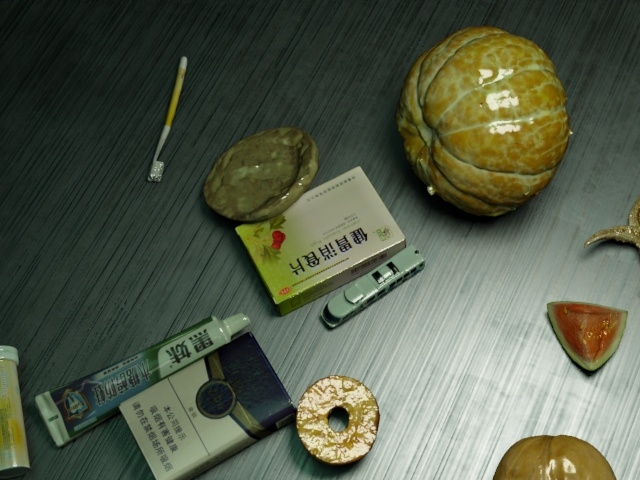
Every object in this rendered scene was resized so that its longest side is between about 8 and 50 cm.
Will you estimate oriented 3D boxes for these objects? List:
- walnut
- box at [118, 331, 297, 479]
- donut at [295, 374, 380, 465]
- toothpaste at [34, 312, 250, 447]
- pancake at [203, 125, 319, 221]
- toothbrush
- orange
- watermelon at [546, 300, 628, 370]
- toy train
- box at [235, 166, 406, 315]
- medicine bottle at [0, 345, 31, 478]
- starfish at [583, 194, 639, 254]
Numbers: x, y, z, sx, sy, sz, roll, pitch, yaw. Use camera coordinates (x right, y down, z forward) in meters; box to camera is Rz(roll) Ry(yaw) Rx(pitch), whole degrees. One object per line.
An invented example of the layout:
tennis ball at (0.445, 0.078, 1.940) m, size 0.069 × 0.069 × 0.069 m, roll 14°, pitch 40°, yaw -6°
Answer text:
walnut at (0.353, 0.404, 1.581) m, size 0.195 × 0.195 × 0.221 m, roll 10°, pitch 67°, yaw 10°
box at (-0.186, 0.286, 1.749) m, size 0.259 × 0.071 × 0.168 m, roll -30°, pitch 65°, yaw -9°
donut at (0.026, 0.301, 1.721) m, size 0.152 × 0.058 × 0.152 m, roll 3°, pitch 64°, yaw -7°
toothpaste at (-0.299, 0.222, 1.796) m, size 0.392 × 0.061 × 0.098 m, roll -28°, pitch 78°, yaw -6°
pancake at (-0.109, -0.117, 1.932) m, size 0.242 × 0.050 × 0.242 m, roll -15°, pitch 41°, yaw 14°
toothbrush at (-0.294, -0.241, 2.048) m, size 0.024 × 0.021 × 0.288 m, roll 11°, pitch 65°, yaw -2°
orange at (0.277, -0.205, 1.810) m, size 0.249 × 0.329 × 0.329 m, roll -19°, pitch 62°, yaw -22°
watermelon at (0.438, 0.139, 1.755) m, size 0.135 × 0.094 × 0.125 m, roll 29°, pitch 78°, yaw 22°
toy train at (0.091, 0.082, 1.840) m, size 0.207 × 0.047 × 0.043 m, roll -34°, pitch 64°, yaw -13°
box at (0.000, -0.001, 1.880) m, size 0.260 × 0.062 × 0.175 m, roll -26°, pitch 64°, yaw -8°
medicine bottle at (-0.541, 0.293, 1.781) m, size 0.074 × 0.074 × 0.218 m, roll -15°, pitch 65°, yaw -2°
starfish at (0.574, -0.010, 1.838) m, size 0.238 × 0.057 × 0.213 m, roll -4°, pitch 56°, yaw -1°
